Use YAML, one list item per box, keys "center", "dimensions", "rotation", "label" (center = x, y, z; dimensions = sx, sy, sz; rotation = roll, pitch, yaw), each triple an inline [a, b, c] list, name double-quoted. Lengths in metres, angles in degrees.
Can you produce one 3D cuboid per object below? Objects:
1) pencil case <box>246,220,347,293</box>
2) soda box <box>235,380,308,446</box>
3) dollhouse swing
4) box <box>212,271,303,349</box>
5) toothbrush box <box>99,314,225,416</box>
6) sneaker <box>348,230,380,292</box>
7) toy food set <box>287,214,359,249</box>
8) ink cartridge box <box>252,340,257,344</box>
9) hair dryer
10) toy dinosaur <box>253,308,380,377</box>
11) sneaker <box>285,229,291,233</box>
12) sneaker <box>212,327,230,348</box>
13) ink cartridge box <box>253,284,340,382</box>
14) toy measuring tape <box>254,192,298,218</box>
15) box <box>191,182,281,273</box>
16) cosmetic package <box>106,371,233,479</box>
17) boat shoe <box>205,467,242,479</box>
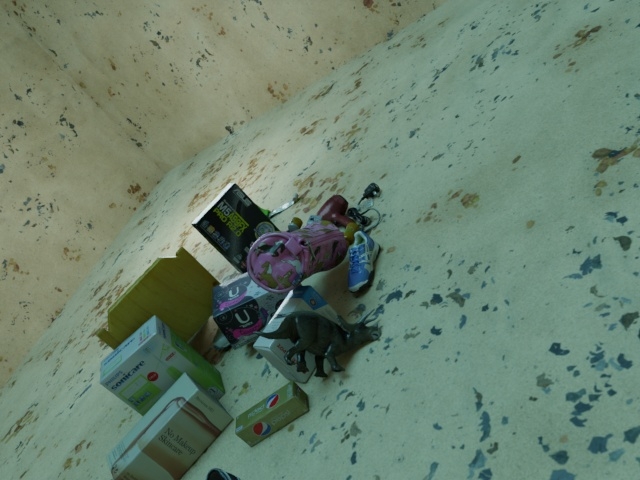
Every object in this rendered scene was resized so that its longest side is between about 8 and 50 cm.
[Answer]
- center: [-0.050, 0.035, 1.645]
  dimensions: [0.167, 0.160, 0.386]
  rotation: [12, 9, 16]
  label: "pencil case"
- center: [-0.117, 0.418, 1.466]
  dimensions: [0.181, 0.061, 0.058]
  rotation: [-35, 25, 14]
  label: "soda box"
- center: [-0.510, 0.213, 1.920]
  dimensions: [0.347, 0.315, 0.305]
  rotation: [-49, 28, -15]
  label: "dollhouse swing"
- center: [-0.178, 0.179, 1.784]
  dimensions: [0.247, 0.142, 0.163]
  rotation: [-26, 29, 4]
  label: "box"
- center: [-0.444, 0.387, 1.721]
  dimensions: [0.206, 0.283, 0.122]
  rotation: [-41, 24, -1]
  label: "toothbrush box"
- center: [0.106, 0.061, 1.707]
  dimensions: [0.080, 0.081, 0.211]
  rotation: [-23, 32, 31]
  label: "sneaker"
- center: [0.000, 0.000, 1.902]
  dimensions: [0.233, 0.111, 0.104]
  rotation: [9, 47, 19]
  label: "toy food set"
- center: [-0.188, 0.278, 1.835]
  dimensions: [0.115, 0.029, 0.062]
  rotation: [-31, 26, 23]
  label: "ink cartridge box"
- center: [0.063, -0.079, 1.998]
  dimensions: [0.294, 0.080, 0.223]
  rotation: [-29, 28, 26]
  label: "hair dryer"
- center: [-0.018, 0.234, 1.462]
  dimensions: [0.121, 0.314, 0.160]
  rotation: [130, 149, -58]
  label: "toy dinosaur"
- center: [-0.151, 0.078, 2.029]
  dimensions: [0.135, 0.097, 0.276]
  rotation: [-23, 29, 34]
  label: "sneaker"
- center: [-0.289, 0.246, 1.958]
  dimensions: [0.087, 0.092, 0.228]
  rotation: [-12, 39, 44]
  label: "sneaker"
- center: [-0.055, 0.239, 1.566]
  dimensions: [0.086, 0.148, 0.203]
  rotation: [-7, 41, 52]
  label: "ink cartridge box"
- center: [-0.249, -0.129, 2.486]
  dimensions: [0.330, 0.121, 0.121]
  rotation: [-30, 27, 22]
  label: "toy measuring tape"
- center: [-0.305, -0.044, 2.241]
  dimensions: [0.216, 0.270, 0.060]
  rotation: [-48, 25, -16]
  label: "box"
- center: [-0.395, 0.518, 1.597]
  dimensions: [0.296, 0.153, 0.129]
  rotation: [-49, 27, -12]
  label: "cosmetic package"
- center: [-0.186, 0.582, 1.247]
  dimensions: [0.108, 0.102, 0.301]
  rotation: [-40, 25, 2]
  label: "boat shoe"
